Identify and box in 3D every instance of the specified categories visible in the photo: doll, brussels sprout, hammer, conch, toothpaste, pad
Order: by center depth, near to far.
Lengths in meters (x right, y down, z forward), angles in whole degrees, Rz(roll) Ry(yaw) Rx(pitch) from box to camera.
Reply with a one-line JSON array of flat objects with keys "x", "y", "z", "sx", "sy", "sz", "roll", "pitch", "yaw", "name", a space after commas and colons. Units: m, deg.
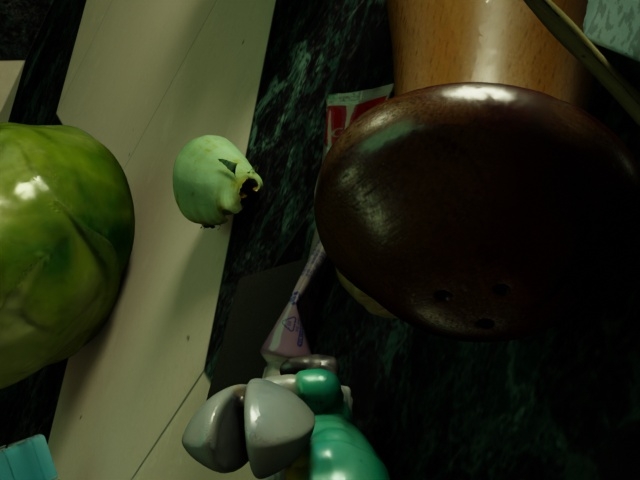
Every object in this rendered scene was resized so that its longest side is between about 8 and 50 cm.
[{"x": 0.157, "y": -0.074, "z": 0.715, "sx": 0.013, "sy": 0.199, "sz": 0.062, "roll": -44, "pitch": 5, "yaw": 3, "name": "hammer"}, {"x": -0.023, "y": 0.189, "z": 0.992, "sx": 0.258, "sy": 0.153, "sz": 0.194, "roll": 6, "pitch": -105, "yaw": -87, "name": "doll"}, {"x": 0.000, "y": 0.000, "z": 1.222, "sx": 0.075, "sy": 0.048, "sz": 0.301, "roll": -28, "pitch": 44, "yaw": 66, "name": "toothpaste"}, {"x": -0.057, "y": 0.091, "z": 1.335, "sx": 0.211, "sy": 0.003, "sz": 0.142, "roll": -16, "pitch": 57, "yaw": 64, "name": "pad"}, {"x": -0.112, "y": -0.055, "z": 1.513, "sx": 0.170, "sy": 0.079, "sz": 0.105, "roll": -146, "pitch": 61, "yaw": -62, "name": "conch"}, {"x": -0.419, "y": 0.012, "z": 1.849, "sx": 0.361, "sy": 0.342, "sz": 0.425, "roll": -21, "pitch": 5, "yaw": 24, "name": "brussels sprout"}]

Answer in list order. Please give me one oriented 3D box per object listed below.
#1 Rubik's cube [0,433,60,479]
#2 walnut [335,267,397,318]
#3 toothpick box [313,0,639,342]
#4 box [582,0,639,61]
[{"x": -0.394, "y": 0.359, "z": 1.615, "sx": 0.265, "sy": 0.224, "sz": 0.212, "roll": -4, "pitch": -105, "yaw": -80, "name": "Rubik's cube"}, {"x": 0.064, "y": -0.001, "z": 0.986, "sx": 0.124, "sy": 0.105, "sz": 0.105, "roll": -56, "pitch": 25, "yaw": 30, "name": "walnut"}, {"x": 0.105, "y": -0.079, "z": 0.853, "sx": 0.192, "sy": 0.192, "sz": 0.294, "roll": -46, "pitch": 25, "yaw": 47, "name": "toothpick box"}, {"x": 0.228, "y": -0.134, "z": 0.661, "sx": 0.227, "sy": 0.130, "sz": 0.162, "roll": -129, "pitch": 50, "yaw": -69, "name": "box"}]
